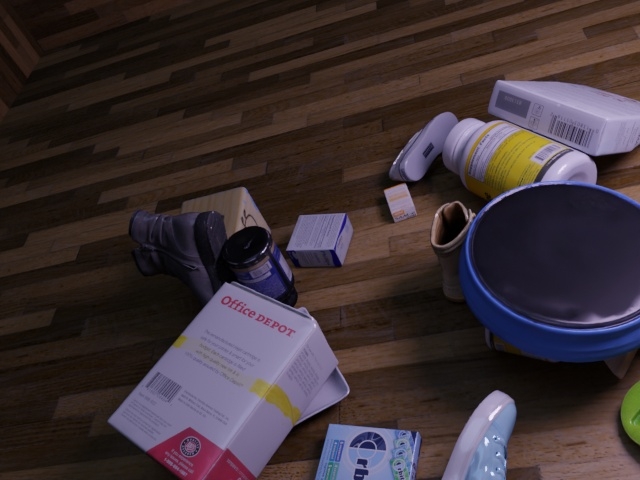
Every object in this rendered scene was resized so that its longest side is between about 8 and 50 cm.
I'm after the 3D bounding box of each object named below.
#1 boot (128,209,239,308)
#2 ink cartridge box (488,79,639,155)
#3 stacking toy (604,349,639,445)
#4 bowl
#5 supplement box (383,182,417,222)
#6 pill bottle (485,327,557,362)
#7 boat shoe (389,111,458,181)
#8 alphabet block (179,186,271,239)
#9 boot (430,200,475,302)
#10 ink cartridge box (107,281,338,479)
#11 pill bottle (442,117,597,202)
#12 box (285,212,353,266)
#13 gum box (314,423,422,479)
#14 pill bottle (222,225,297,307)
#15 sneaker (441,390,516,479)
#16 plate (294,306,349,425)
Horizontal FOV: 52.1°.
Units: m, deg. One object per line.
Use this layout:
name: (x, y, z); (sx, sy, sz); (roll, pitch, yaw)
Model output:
boot: (-0.322, 0.078, 1.567); (0.222, 0.339, 0.118); (-1, 21, 16)
ink cartridge box: (0.646, -0.303, 1.577); (0.384, 0.091, 0.308); (-8, 30, -37)
stacking toy: (0.660, 0.236, 1.138); (0.279, 0.130, 0.309); (-38, 34, 27)
bowl: (0.454, 0.038, 1.212); (0.390, 0.077, 0.391); (-6, 48, 7)
supplement box: (0.206, -0.098, 1.693); (0.062, 0.036, 0.099); (-19, 43, 8)
pill bottle: (0.423, 0.178, 1.271); (0.184, 0.103, 0.103); (8, 53, 31)
boat shoe: (0.279, -0.250, 1.771); (0.088, 0.096, 0.268); (-3, 43, 53)
alphabet block: (-0.254, 0.007, 1.705); (0.193, 0.192, 0.197); (-14, 45, 16)
boot: (0.329, -0.021, 1.435); (0.095, 0.204, 0.262); (18, 58, 38)
ink cartridge box: (-0.188, 0.306, 1.338); (0.279, 0.160, 0.385); (20, 60, 37)
pill bottle: (0.450, -0.168, 1.531); (0.188, 0.188, 0.334); (-39, 44, -13)
box: (0.000, 0.000, 1.673); (0.137, 0.072, 0.126); (-2, 48, 26)
gum box: (0.087, 0.433, 1.235); (0.184, 0.041, 0.157); (-1, 48, 24)
pill bottle: (-0.134, 0.079, 1.553); (0.122, 0.219, 0.123); (-13, 44, 13)
sneaker: (0.277, 0.436, 1.090); (0.150, 0.135, 0.366); (19, 67, 29)
plate: (-0.100, 0.312, 1.441); (0.277, 0.045, 0.278); (-29, 43, -3)
